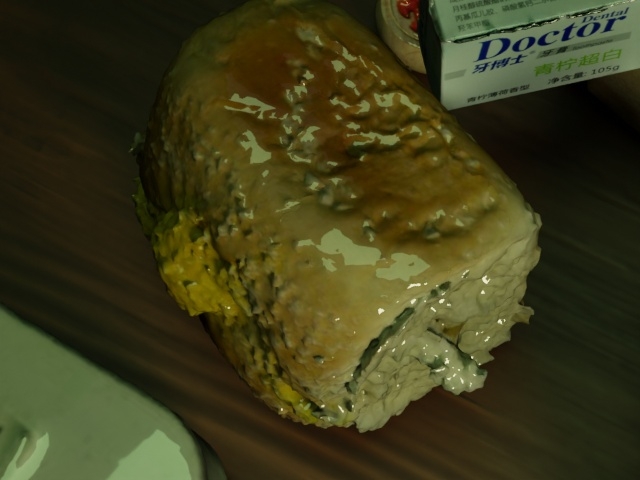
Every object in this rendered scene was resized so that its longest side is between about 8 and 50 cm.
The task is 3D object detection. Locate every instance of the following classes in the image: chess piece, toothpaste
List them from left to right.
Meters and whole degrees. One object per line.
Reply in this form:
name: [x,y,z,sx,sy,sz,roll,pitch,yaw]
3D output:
chess piece: [0.077,-0.150,0.909,0.084,0.038,0.083,-3,69,7]
toothpaste: [0.220,-0.148,0.749,0.337,0.081,0.067,-12,66,-1]

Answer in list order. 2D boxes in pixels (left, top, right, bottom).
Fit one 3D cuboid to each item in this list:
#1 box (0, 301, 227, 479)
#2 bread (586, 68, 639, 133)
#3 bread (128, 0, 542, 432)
box: [-0.305,0.193,0.786,0.396,0.111,0.396,30,75,16]
bread: [0.256,-0.145,0.850,0.210,0.110,0.192,42,76,18]
bread: [0.000,0.000,0.779,0.176,0.195,0.246,-35,70,-12]
